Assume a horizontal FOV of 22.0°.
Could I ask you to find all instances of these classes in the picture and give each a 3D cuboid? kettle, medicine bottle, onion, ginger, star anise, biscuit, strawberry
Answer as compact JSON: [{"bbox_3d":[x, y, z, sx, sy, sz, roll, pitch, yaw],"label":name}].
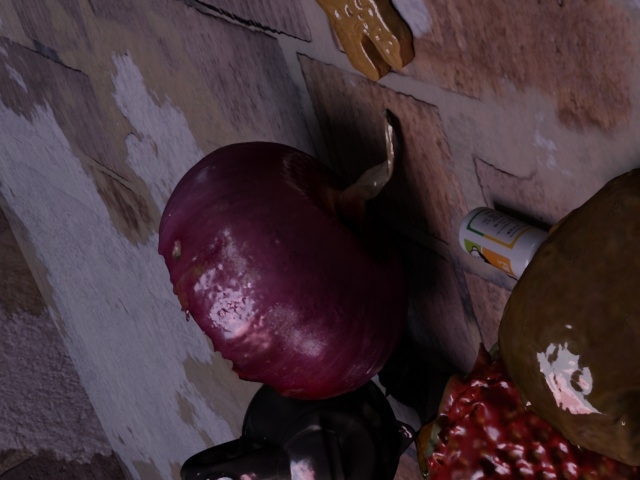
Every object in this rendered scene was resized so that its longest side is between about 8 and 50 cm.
[{"bbox_3d":[-0.036,0.290,2.267,0.324,0.321,0.228,143,118,-87],"label":"kettle"},{"bbox_3d":[0.254,0.027,1.862,0.092,0.061,0.221,42,170,-37],"label":"medicine bottle"},{"bbox_3d":[-0.019,0.032,2.124,0.345,0.358,0.358,-12,116,21],"label":"onion"},{"bbox_3d":[0.287,0.081,1.650,0.200,0.223,0.269,36,153,46],"label":"ginger"},{"bbox_3d":[0.097,0.167,2.352,0.204,0.061,0.180,53,174,15],"label":"star anise"},{"bbox_3d":[0.026,-0.298,1.923,0.236,0.040,0.144,57,153,-8],"label":"biscuit"},{"bbox_3d":[0.288,0.276,1.893,0.344,0.292,0.292,19,140,31],"label":"strawberry"}]

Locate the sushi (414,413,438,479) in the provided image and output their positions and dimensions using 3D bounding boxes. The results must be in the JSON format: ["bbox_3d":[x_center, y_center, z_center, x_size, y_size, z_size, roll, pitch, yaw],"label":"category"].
[{"bbox_3d":[0.196,0.290,2.206,0.140,0.149,0.287,53,152,4],"label":"sushi"}]
